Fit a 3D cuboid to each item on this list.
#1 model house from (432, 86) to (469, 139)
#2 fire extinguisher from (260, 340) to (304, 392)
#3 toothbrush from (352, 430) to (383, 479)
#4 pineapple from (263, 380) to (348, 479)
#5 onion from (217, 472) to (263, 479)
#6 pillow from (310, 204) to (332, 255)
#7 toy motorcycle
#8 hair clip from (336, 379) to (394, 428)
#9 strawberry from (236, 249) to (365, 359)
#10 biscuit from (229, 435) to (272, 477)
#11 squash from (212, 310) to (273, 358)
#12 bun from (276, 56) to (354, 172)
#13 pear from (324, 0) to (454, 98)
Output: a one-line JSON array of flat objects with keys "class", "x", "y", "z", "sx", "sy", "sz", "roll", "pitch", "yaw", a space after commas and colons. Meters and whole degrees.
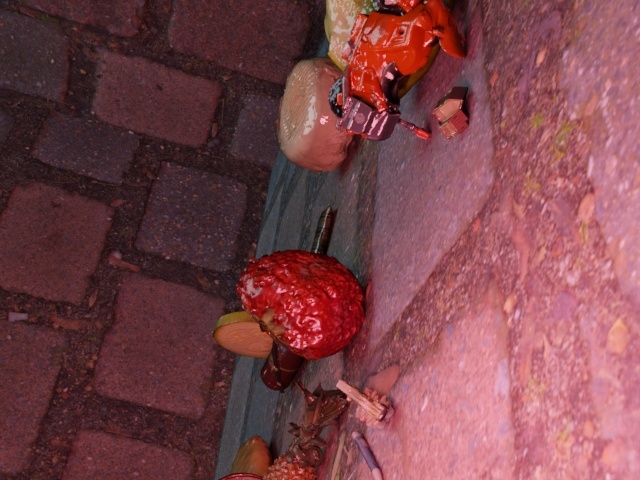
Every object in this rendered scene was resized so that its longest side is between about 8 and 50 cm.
[{"class": "model house", "x": 0.226, "y": -0.218, "z": 1.208, "sx": 0.058, "sy": 0.057, "sz": 0.083, "roll": -34, "pitch": 14, "yaw": 34}, {"class": "fire extinguisher", "x": -0.076, "y": 0.293, "z": 1.917, "sx": 0.341, "sy": 0.105, "sz": 0.141, "roll": 116, "pitch": 150, "yaw": -48}, {"class": "toothbrush", "x": 0.087, "y": 0.365, "z": 1.169, "sx": 0.276, "sy": 0.019, "sz": 0.025, "roll": -136, "pitch": 67, "yaw": -78}, {"class": "pineapple", "x": -0.035, "y": 0.424, "z": 1.479, "sx": 0.130, "sy": 0.119, "sz": 0.277, "roll": -28, "pitch": -43, "yaw": -78}, {"class": "onion", "x": -0.187, "y": 0.677, "z": 1.686, "sx": 0.207, "sy": 0.216, "sz": 0.206, "roll": -72, "pitch": -14, "yaw": -61}, {"class": "pillow", "x": 0.000, "y": 0.000, "z": 2.103, "sx": 0.113, "sy": 0.038, "sz": 0.203, "roll": 152, "pitch": 133, "yaw": -80}, {"class": "toy motorcycle", "x": 0.143, "y": -0.328, "z": 1.332, "sx": 0.148, "sy": 0.221, "sz": 0.325, "roll": -17, "pitch": -44, "yaw": -57}, {"class": "hair clip", "x": 0.083, "y": 0.284, "z": 1.239, "sx": 0.062, "sy": 0.056, "sz": 0.214, "roll": -60, "pitch": 17, "yaw": -7}, {"class": "strawberry", "x": -0.029, "y": 0.126, "z": 1.508, "sx": 0.220, "sy": 0.274, "sz": 0.274, "roll": -45, "pitch": 4, "yaw": -13}, {"class": "biscuit", "x": -0.229, "y": 0.775, "z": 2.010, "sx": 0.429, "sy": 0.104, "sz": 0.446, "roll": -175, "pitch": 99, "yaw": -80}, {"class": "squash", "x": -0.181, "y": 0.271, "z": 2.084, "sx": 0.252, "sy": 0.252, "sz": 0.049, "roll": 120, "pitch": 160, "yaw": -55}, {"class": "bun", "x": 0.011, "y": -0.375, "z": 2.141, "sx": 0.360, "sy": 0.211, "sz": 0.359, "roll": -171, "pitch": 90, "yaw": -70}, {"class": "pear", "x": 0.155, "y": -0.429, "z": 1.488, "sx": 0.176, "sy": 0.286, "sz": 0.281, "roll": -5, "pitch": -88, "yaw": -58}]
